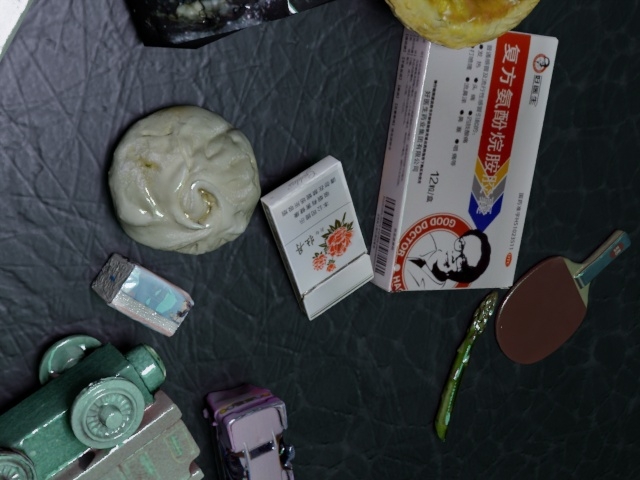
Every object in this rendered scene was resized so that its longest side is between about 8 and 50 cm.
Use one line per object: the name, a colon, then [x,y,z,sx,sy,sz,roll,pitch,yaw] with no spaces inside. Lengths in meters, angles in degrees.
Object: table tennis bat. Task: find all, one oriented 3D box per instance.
table tennis bat: [0.376,0.079,1.474,0.274,0.021,0.154,-40,121,-12]

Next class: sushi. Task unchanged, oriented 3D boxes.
sushi: [-0.077,-0.322,0.963,0.215,0.227,0.212,-30,111,-25]

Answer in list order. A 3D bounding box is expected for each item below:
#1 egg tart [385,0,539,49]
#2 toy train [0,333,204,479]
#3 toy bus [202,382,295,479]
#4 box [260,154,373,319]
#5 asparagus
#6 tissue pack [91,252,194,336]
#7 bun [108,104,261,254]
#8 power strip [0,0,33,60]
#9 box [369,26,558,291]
egg tart: [0.160,-0.392,1.135,0.319,0.128,0.319,-10,110,-29]
toy train: [-0.289,0.252,1.076,0.304,0.150,0.221,-34,126,-19]
toy bus: [-0.084,0.317,1.228,0.090,0.112,0.274,-17,113,-25]
box: [0.000,0.000,1.202,0.109,0.029,0.198,-33,131,-18]
asparagus: [0.210,0.183,1.406,0.034,0.027,0.236,15,97,-38]
tissue pack: [-0.204,0.063,1.102,0.094,0.074,0.059,35,84,-36]
bun: [-0.144,-0.064,1.079,0.183,0.102,0.183,-9,107,-29]
power strip: [-0.366,-0.189,0.940,0.093,0.053,0.288,28,89,-34]
box: [0.190,-0.108,1.282,0.214,0.069,0.353,-1,107,-30]
